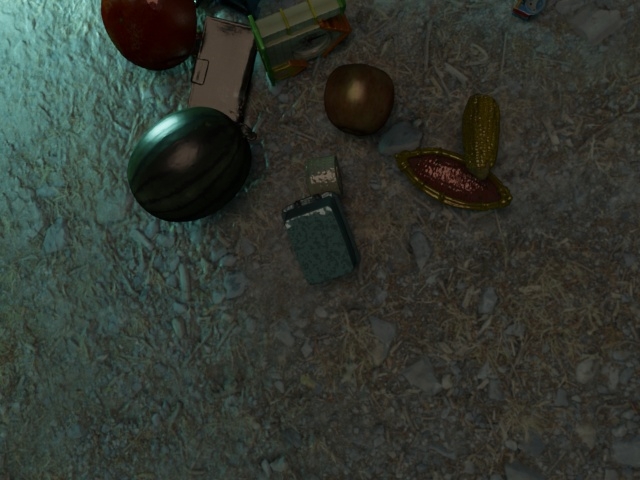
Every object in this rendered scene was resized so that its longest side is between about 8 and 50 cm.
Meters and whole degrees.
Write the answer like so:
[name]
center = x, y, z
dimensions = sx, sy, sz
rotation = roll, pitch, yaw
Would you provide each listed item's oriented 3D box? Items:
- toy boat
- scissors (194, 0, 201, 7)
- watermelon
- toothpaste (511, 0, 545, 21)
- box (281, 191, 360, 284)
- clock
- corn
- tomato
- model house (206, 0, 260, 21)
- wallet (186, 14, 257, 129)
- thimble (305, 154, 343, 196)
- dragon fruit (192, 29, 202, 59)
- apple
[toy boat]
center = 0.343, -0.160, 1.635
dimensions = 0.317, 0.099, 0.141
rotation = 24, 85, 14
[scissors]
center = -0.381, -0.675, 1.853
dimensions = 0.109, 0.022, 0.300
rotation = 13, 86, 12
[watermelon]
center = -0.336, -0.205, 1.669
dimensions = 0.359, 0.279, 0.279
rotation = -37, 79, 6
[toothpaste]
center = 0.587, -0.677, 1.670
dimensions = 0.070, 0.044, 0.194
rotation = 30, 90, 10
[box]
center = 0.000, 0.000, 1.643
dimensions = 0.162, 0.130, 0.227
rotation = -19, 105, 8
[clock]
center = -0.045, -0.548, 1.688
dimensions = 0.255, 0.220, 0.106
rotation = -22, 79, -1
[corn]
center = 0.410, -0.272, 1.605
dimensions = 0.097, 0.097, 0.262
rotation = 2, 60, 10
[tomato]
center = -0.493, -0.619, 1.725
dimensions = 0.338, 0.143, 0.339
rotation = 20, 122, 34
[model house]
center = -0.282, -0.777, 1.722
dimensions = 0.303, 0.237, 0.216
rotation = 27, 90, 5
[wallet]
center = -0.278, -0.464, 1.782
dimensions = 0.168, 0.044, 0.317
rotation = 12, 92, -2
[thimble]
center = 0.008, -0.167, 1.693
dimensions = 0.090, 0.102, 0.115
rotation = -11, 53, 9
[dragon fruit]
center = -0.355, -0.571, 1.821
dimensions = 0.060, 0.056, 0.083
rotation = 35, 93, 11
[apple]
center = 0.100, -0.368, 1.653
dimensions = 0.188, 0.188, 0.174
rotation = 13, 92, 11
